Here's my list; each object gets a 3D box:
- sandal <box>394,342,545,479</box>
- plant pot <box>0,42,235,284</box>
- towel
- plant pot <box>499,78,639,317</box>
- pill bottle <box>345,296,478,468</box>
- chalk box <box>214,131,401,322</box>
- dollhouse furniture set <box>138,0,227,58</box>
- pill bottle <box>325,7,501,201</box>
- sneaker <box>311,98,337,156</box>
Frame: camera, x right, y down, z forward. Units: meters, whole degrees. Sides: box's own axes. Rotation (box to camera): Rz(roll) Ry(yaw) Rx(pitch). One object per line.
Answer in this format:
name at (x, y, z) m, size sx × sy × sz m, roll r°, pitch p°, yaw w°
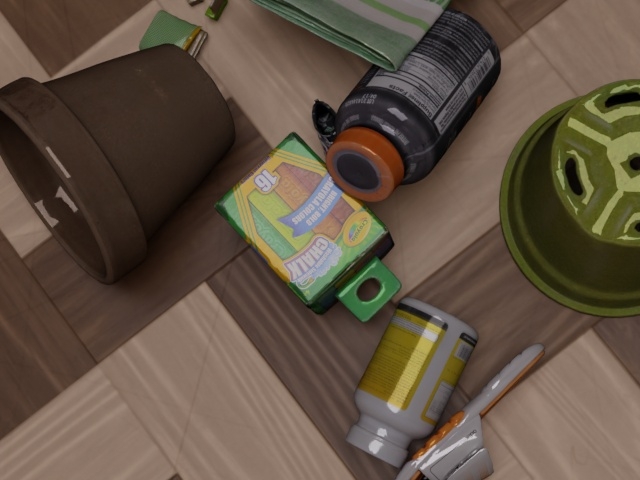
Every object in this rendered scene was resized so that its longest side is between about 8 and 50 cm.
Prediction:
sandal at (0.182, 0.230, 1.617) m, size 0.265 × 0.102 × 0.076 m, roll -44°, pitch 77°, yaw -4°
plant pot at (-0.234, -0.117, 1.660) m, size 0.229 × 0.263 × 0.263 m, roll -37°, pitch 79°, yaw -18°
towel at (0.059, -0.355, 1.672) m, size 0.248 × 0.038 × 0.325 m, roll 29°, pitch 54°, yaw 12°
plant pot at (0.339, -0.063, 1.570) m, size 0.276 × 0.254 × 0.276 m, roll -1°, pitch 81°, yaw 6°
pill bottle at (0.102, 0.166, 1.634) m, size 0.103 × 0.103 × 0.184 m, roll 26°, pitch 84°, yaw 9°
chalk box at (0.000, 0.000, 1.656) m, size 0.132 × 0.132 × 0.213 m, roll -44°, pitch 79°, yaw -2°
dollhouse furniture set at (-0.168, -0.293, 1.758) m, size 0.076 × 0.058 × 0.151 m, roll 27°, pitch 85°, yaw 10°
pill bottle at (0.101, -0.152, 1.621) m, size 0.130 × 0.130 × 0.245 m, roll 31°, pitch 55°, yaw 10°
sneaker at (0.013, -0.127, 1.707) m, size 0.038 × 0.069 × 0.098 m, roll -30°, pitch 79°, yaw 1°
